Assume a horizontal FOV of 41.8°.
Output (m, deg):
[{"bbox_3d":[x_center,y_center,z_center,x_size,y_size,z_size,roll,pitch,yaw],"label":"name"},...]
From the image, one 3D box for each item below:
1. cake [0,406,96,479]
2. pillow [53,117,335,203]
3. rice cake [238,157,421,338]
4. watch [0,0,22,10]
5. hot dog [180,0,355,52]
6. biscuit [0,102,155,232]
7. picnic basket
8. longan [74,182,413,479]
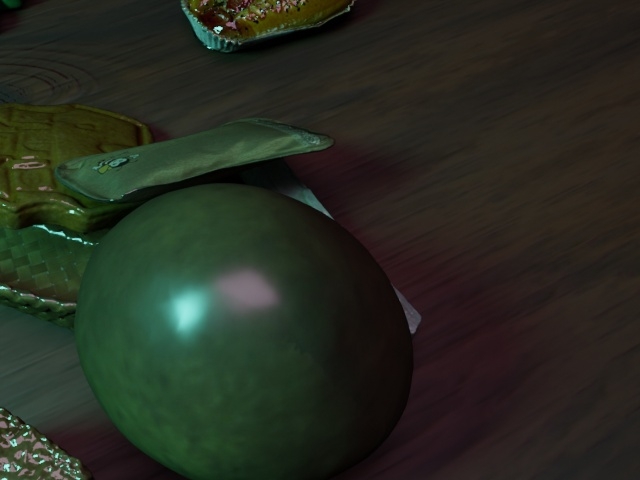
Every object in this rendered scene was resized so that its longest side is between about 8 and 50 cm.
[{"bbox_3d":[-0.235,0.195,0.551,0.134,0.135,0.147,28,57,12],"label":"cake"},{"bbox_3d":[-0.101,-0.070,0.689,0.217,0.033,0.130,-19,28,-32],"label":"pillow"},{"bbox_3d":[0.000,0.000,0.738,0.042,0.045,0.245,-26,63,-30],"label":"rice cake"},{"bbox_3d":[-0.380,-0.304,0.825,0.165,0.152,0.131,8,56,2],"label":"watch"},{"bbox_3d":[-0.049,-0.256,0.881,0.191,0.059,0.108,-26,61,-16],"label":"hot dog"},{"bbox_3d":[-0.246,-0.072,0.716,0.215,0.034,0.182,1,36,-20],"label":"biscuit"},{"bbox_3d":[-0.258,0.006,0.705,0.193,0.055,0.110,20,54,5],"label":"picnic basket"},{"bbox_3d":[-0.059,0.064,0.604,0.215,0.246,0.246,-37,68,-10],"label":"longan"}]
